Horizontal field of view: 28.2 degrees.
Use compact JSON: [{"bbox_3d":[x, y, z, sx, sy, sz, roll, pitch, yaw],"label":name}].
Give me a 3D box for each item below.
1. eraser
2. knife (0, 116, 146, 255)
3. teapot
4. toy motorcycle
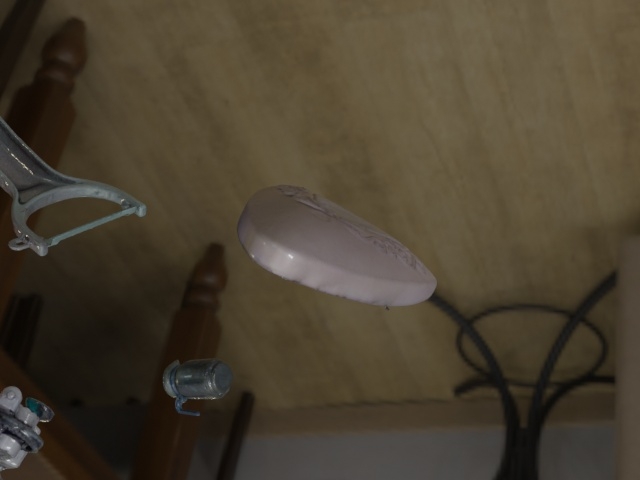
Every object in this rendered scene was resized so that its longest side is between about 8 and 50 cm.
[{"bbox_3d":[0.001,-0.001,1.225,0.204,0.243,0.059,31,102,15],"label":"eraser"},{"bbox_3d":[-0.283,-0.080,1.094,0.278,0.123,0.053,42,130,25],"label":"knife"},{"bbox_3d":[-0.146,0.176,1.551,0.083,0.049,0.064,-8,110,37],"label":"teapot"},{"bbox_3d":[-0.418,0.207,1.485,0.171,0.110,0.260,36,155,-18],"label":"toy motorcycle"}]
